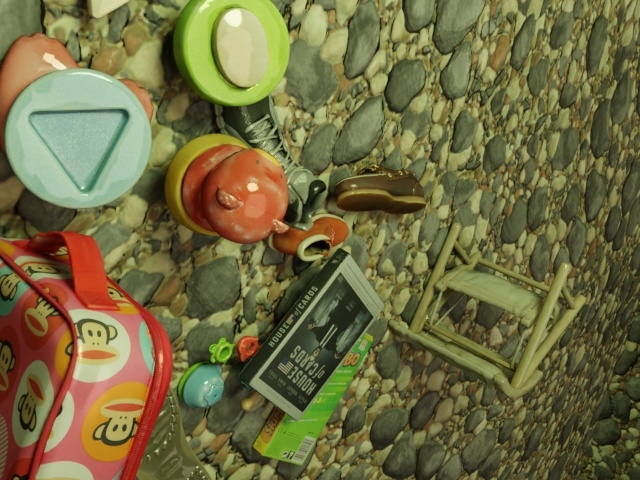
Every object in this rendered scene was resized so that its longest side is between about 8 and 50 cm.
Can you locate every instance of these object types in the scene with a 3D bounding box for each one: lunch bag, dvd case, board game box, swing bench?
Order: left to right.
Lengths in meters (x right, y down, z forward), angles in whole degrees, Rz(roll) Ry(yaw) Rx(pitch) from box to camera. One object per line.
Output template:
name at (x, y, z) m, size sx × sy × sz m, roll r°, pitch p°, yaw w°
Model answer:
lunch bag at (-0.259, 0.112, 0.609) m, size 0.120 × 0.293 × 0.258 m, roll 13°, pitch 100°, yaw -44°
board game box at (-0.007, 0.258, 1.148) m, size 0.259 × 0.039 × 0.124 m, roll -57°, pitch 140°, yaw -4°
dvd case at (-0.005, 0.149, 1.024) m, size 0.239 × 0.029 × 0.179 m, roll -52°, pitch 143°, yaw -13°
swing bench at (0.314, 0.139, 1.262) m, size 0.255 × 0.253 × 0.165 m, roll -57°, pitch 139°, yaw -8°

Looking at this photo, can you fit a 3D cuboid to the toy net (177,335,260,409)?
toy net at (-0.103, 0.196, 1.010) m, size 0.232 × 0.045 × 0.122 m, roll 12°, pitch 98°, yaw -51°

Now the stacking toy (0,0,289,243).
stacking toy at (-0.143, -0.141, 0.669) m, size 0.309 × 0.130 × 0.280 m, roll 14°, pitch 99°, yaw -34°

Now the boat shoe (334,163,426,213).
boat shoe at (0.091, -0.085, 1.060) m, size 0.207 × 0.073 × 0.073 m, roll 2°, pitch 70°, yaw -51°

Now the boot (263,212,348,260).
boot at (0.000, 0.000, 0.988) m, size 0.158 × 0.084 × 0.059 m, roll -10°, pitch 115°, yaw -46°

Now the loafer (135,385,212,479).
loafer at (-0.230, 0.261, 0.874) m, size 0.102 × 0.092 × 0.269 m, roll -34°, pitch 115°, yaw -36°

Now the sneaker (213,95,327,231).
sneaker at (-0.048, -0.107, 0.843) m, size 0.086 × 0.132 × 0.229 m, roll -40°, pitch 134°, yaw -26°
